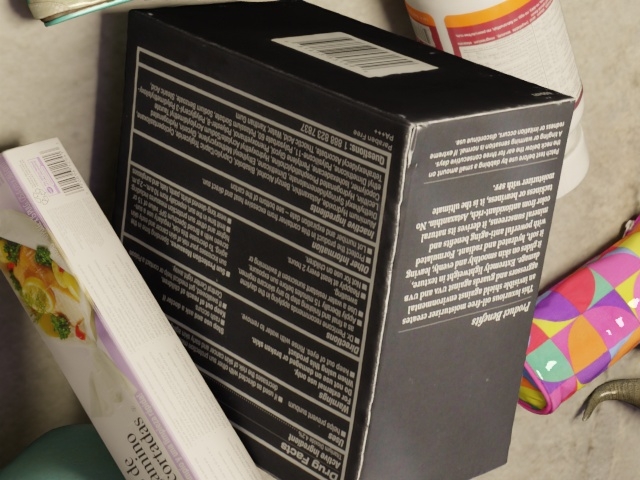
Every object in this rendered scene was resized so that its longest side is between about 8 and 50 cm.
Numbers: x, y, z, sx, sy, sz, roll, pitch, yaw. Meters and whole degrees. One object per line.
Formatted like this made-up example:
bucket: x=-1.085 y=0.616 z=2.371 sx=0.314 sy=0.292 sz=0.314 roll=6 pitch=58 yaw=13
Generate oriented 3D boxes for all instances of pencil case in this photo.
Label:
pencil case: x=0.266 y=0.065 z=1.629 sx=0.236 sy=0.104 sz=0.104 roll=-37 pitch=128 yaw=-19

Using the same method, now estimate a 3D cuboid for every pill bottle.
pill bottle: x=0.152 y=-0.143 z=1.427 sx=0.121 sy=0.121 sz=0.221 roll=-35 pitch=128 yaw=-18

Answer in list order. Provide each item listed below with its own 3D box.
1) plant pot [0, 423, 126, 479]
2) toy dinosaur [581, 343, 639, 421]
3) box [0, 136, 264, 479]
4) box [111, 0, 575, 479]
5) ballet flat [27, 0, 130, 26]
plant pot: x=-0.165 y=0.254 z=1.319 sx=0.290 sy=0.290 sz=0.195 roll=30 pitch=57 yaw=-41
toy dinosaur: x=0.414 y=0.118 z=1.733 sx=0.313 sy=0.121 sz=0.160 roll=-35 pitch=103 yaw=-19
box: x=-0.144 y=0.079 z=1.218 sx=0.063 sy=0.324 sz=0.067 roll=-35 pitch=175 yaw=34
box: x=0.000 y=0.000 z=1.260 sx=0.183 sy=0.296 sz=0.294 roll=-12 pitch=118 yaw=-43
ballet flat: x=-0.134 y=-0.197 z=1.240 sx=0.168 sy=0.057 sz=0.052 roll=-18 pitch=97 yaw=-30
